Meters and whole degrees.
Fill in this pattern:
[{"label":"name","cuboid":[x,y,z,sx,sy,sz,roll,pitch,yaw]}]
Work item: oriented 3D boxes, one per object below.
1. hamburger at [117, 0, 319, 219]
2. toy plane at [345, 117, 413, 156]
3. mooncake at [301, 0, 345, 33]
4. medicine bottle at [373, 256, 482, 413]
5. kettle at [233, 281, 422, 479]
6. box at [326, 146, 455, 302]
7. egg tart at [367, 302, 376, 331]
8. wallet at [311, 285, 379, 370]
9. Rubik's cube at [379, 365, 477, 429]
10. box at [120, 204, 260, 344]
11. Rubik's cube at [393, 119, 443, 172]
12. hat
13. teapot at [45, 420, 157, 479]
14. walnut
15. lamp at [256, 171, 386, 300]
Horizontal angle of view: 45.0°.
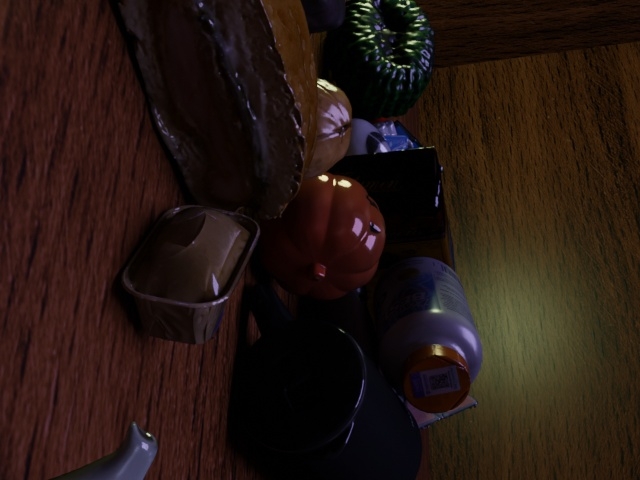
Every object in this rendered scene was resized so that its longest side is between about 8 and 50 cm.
[{"label":"hamburger","cuboid":[-0.092,-0.205,0.858,0.209,0.162,0.329,-75,152,-52]},{"label":"toy plane","cuboid":[0.114,-0.142,1.658,0.267,0.123,0.266,-4,96,-47]},{"label":"mooncake","cuboid":[-0.056,-0.437,1.084,0.306,0.154,0.306,-7,90,-83]},{"label":"medicine bottle","cuboid":[0.166,0.149,1.215,0.288,0.157,0.157,-86,167,-68]},{"label":"kettle","cuboid":[0.016,0.222,1.090,0.308,0.203,0.262,61,29,-54]},{"label":"box","cuboid":[0.097,-0.009,1.374,0.415,0.265,0.115,62,26,-64]},{"label":"egg tart","cuboid":[0.170,0.135,1.826,0.388,0.169,0.387,-10,90,-73]},{"label":"wallet","cuboid":[0.046,0.178,1.339,0.170,0.069,0.230,-28,-113,59]},{"label":"Rubik's cube","cuboid":[0.190,0.399,1.869,0.229,0.228,0.233,32,-1,-27]},{"label":"box","cuboid":[-0.124,0.024,0.767,0.177,0.111,0.111,-74,155,-58]},{"label":"Rubik's cube","cuboid":[0.175,-0.173,1.824,0.162,0.160,0.163,47,8,-3]},{"label":"hat","cuboid":[0.112,-0.375,1.763,0.332,0.242,0.274,116,-14,-62]},{"label":"teapot","cuboid":[-0.159,0.271,0.418,0.318,0.149,0.219,-68,149,-65]},{"label":"walnut","cuboid":[-0.047,-0.149,1.018,0.144,0.180,0.144,-44,143,-47]},{"label":"lamp","cuboid":[0.000,0.000,1.107,0.163,0.188,0.187,-83,162,-51]}]
